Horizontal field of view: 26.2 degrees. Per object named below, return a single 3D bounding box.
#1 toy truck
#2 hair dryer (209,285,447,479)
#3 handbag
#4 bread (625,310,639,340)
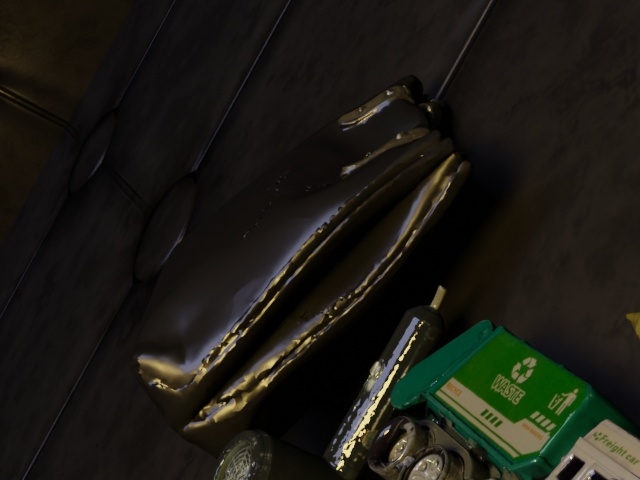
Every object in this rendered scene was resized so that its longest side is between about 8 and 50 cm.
[{"bbox_3d":[0.120,0.135,0.772,0.124,0.114,0.253,-51,24,-3],"label":"toy truck"},{"bbox_3d":[0.025,0.123,0.959,0.219,0.124,0.071,-58,25,0],"label":"hair dryer"},{"bbox_3d":[0.000,0.000,1.098,0.288,0.152,0.342,-45,13,13],"label":"handbag"},{"bbox_3d":[0.216,-0.027,0.601,0.233,0.245,0.362,-64,28,-2],"label":"bread"}]
